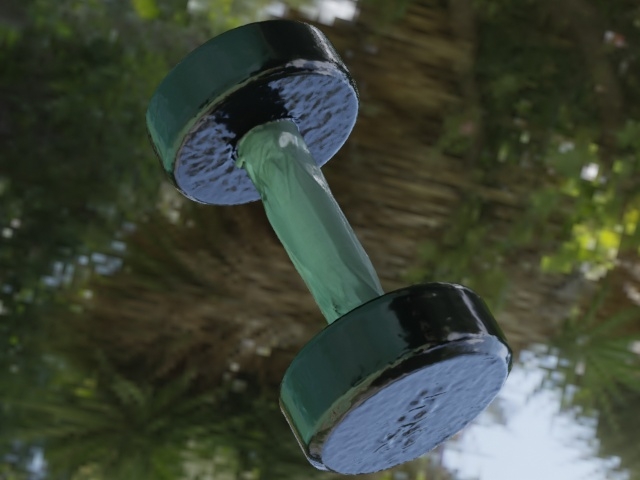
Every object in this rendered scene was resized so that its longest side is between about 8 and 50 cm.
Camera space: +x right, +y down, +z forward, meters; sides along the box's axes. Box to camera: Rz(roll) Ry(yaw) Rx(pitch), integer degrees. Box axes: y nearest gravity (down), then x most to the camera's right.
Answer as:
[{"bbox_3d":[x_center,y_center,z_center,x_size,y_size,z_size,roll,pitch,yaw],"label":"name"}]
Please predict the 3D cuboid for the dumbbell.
[{"bbox_3d":[0.000,0.000,0.809,0.100,0.100,0.191,-55,-128,39],"label":"dumbbell"}]
